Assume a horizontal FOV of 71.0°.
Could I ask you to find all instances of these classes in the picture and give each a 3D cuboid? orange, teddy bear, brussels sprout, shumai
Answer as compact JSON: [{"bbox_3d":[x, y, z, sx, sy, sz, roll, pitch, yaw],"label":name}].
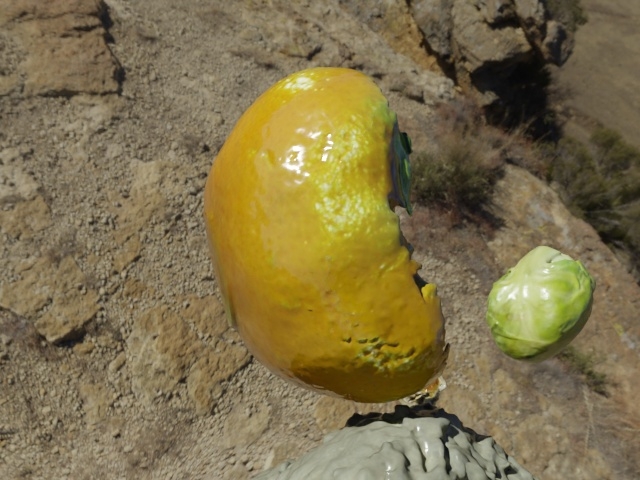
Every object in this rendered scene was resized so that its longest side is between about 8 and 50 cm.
[{"bbox_3d":[-0.008,0.003,0.445,0.196,0.263,0.334,-9,91,-33],"label":"orange"},{"bbox_3d":[0.014,0.302,0.429,0.357,0.368,0.224,4,57,-52],"label":"teddy bear"},{"bbox_3d":[0.409,0.126,0.831,0.223,0.223,0.161,-10,28,-30],"label":"brussels sprout"},{"bbox_3d":[0.238,0.325,1.040,0.146,0.116,0.145,11,60,-20],"label":"shumai"}]
